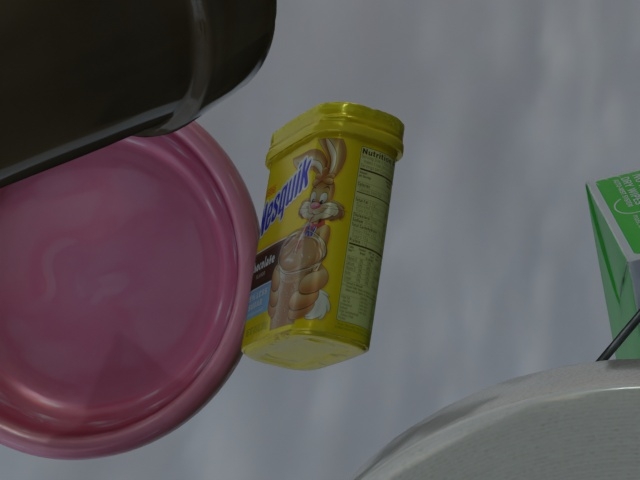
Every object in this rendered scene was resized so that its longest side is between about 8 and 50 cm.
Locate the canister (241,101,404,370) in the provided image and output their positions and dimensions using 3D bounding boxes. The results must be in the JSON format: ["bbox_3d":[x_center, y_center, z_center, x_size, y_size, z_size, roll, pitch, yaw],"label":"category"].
[{"bbox_3d":[0.000,0.000,1.281,0.073,0.126,0.170,16,-109,-23],"label":"canister"}]

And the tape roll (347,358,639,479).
[{"bbox_3d":[0.147,0.244,0.782,0.072,0.392,0.392,-28,-58,-79],"label":"tape roll"}]

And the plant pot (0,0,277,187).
[{"bbox_3d":[-0.235,-0.156,1.126,0.280,0.323,0.323,-41,-43,-31],"label":"plant pot"}]

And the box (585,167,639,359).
[{"bbox_3d":[0.309,0.070,1.134,0.127,0.231,0.262,-100,-3,-64],"label":"box"}]

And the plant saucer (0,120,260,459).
[{"bbox_3d":[-0.207,0.027,1.582,0.084,0.332,0.332,25,-107,-78],"label":"plant saucer"}]

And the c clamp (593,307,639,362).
[{"bbox_3d":[0.196,0.048,0.953,0.137,0.022,0.160,-59,8,17],"label":"c clamp"}]
